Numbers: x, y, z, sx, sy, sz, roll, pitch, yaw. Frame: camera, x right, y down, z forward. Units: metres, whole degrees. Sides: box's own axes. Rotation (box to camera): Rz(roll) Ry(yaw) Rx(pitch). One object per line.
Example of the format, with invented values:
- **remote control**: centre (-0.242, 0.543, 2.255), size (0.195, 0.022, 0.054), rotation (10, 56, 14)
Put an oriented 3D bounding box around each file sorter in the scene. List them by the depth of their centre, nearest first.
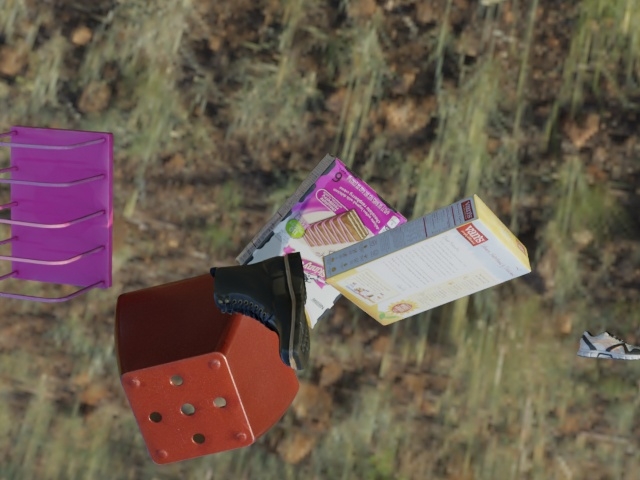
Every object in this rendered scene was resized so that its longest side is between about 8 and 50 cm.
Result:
- **file sorter**: centre (-0.505, -0.048, 2.282), size (0.202, 0.290, 0.182), rotation (6, -168, 16)

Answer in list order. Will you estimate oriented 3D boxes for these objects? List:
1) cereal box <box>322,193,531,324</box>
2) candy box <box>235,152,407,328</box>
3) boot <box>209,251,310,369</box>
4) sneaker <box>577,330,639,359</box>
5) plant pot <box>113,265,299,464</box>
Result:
- **cereal box**: centre (0.148, 0.032, 1.755), size (0.240, 0.047, 0.173), rotation (-22, 144, 23)
- **candy box**: centre (0.000, 0.000, 2.019), size (0.159, 0.233, 0.071), rotation (40, -178, -15)
- **boot**: centre (-0.087, 0.107, 1.780), size (0.137, 0.198, 0.076), rotation (-7, 131, 3)
- **sneaker**: centre (0.448, 0.161, 1.933), size (0.109, 0.043, 0.040), rotation (4, 172, 18)
- **plant pot**: centre (-0.208, 0.229, 2.149), size (0.267, 0.235, 0.267), rotation (-13, 111, 10)
